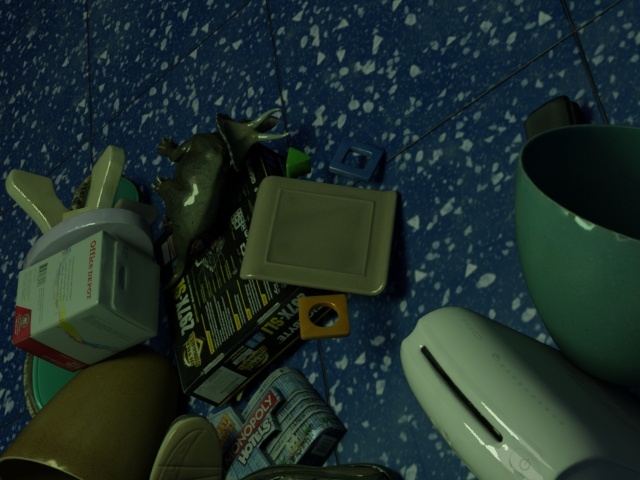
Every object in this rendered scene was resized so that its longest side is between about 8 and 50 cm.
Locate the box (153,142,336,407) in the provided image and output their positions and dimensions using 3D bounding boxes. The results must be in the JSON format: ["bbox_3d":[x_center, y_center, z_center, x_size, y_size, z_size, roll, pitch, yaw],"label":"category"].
[{"bbox_3d":[-0.123,0.044,1.748,0.257,0.079,0.322,-44,41,23],"label":"box"}]

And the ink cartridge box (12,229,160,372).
[{"bbox_3d":[-0.339,0.091,1.715,0.176,0.127,0.128,-24,51,28],"label":"ink cartridge box"}]

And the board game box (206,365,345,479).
[{"bbox_3d":[-0.081,0.273,1.619,0.194,0.060,0.194,-57,41,10],"label":"board game box"}]

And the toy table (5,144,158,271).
[{"bbox_3d":[-0.361,-0.015,1.822,0.274,0.252,0.160,-34,49,32],"label":"toy table"}]

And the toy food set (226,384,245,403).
[{"bbox_3d":[-0.140,0.202,1.749,0.122,0.019,0.078,9,78,50],"label":"toy food set"}]

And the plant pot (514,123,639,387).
[{"bbox_3d":[0.321,0.030,1.169,0.290,0.290,0.195,45,134,48],"label":"plant pot"}]

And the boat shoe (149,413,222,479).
[{"bbox_3d":[-0.202,0.355,1.629,0.092,0.103,0.285,-132,44,-56],"label":"boat shoe"}]

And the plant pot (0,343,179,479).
[{"bbox_3d":[-0.316,0.284,1.756,0.237,0.237,0.254,-12,41,44],"label":"plant pot"}]

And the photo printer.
[{"bbox_3d":[0.228,0.186,1.134,0.107,0.307,0.256,-55,40,13],"label":"photo printer"}]

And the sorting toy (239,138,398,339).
[{"bbox_3d":[0.000,0.000,1.593,0.196,0.047,0.347,6,51,5],"label":"sorting toy"}]

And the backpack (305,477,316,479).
[{"bbox_3d":[0.019,0.383,1.306,0.225,0.253,0.191,-21,61,27],"label":"backpack"}]

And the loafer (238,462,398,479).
[{"bbox_3d":[-0.036,0.327,1.468,0.268,0.084,0.096,-16,81,25],"label":"loafer"}]

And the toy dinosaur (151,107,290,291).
[{"bbox_3d":[-0.187,-0.077,1.740,0.313,0.121,0.160,-61,24,-7],"label":"toy dinosaur"}]

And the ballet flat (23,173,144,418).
[{"bbox_3d":[-0.402,0.115,2.000,0.182,0.164,0.482,136,146,-56],"label":"ballet flat"}]

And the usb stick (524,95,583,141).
[{"bbox_3d":[0.292,-0.045,1.383,0.077,0.045,0.278,-28,53,35],"label":"usb stick"}]
